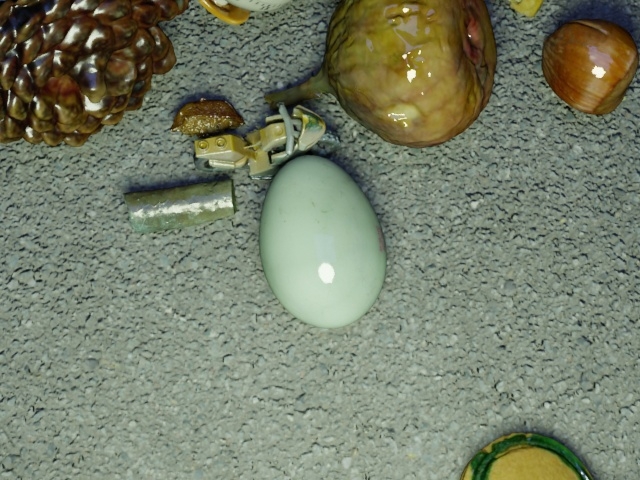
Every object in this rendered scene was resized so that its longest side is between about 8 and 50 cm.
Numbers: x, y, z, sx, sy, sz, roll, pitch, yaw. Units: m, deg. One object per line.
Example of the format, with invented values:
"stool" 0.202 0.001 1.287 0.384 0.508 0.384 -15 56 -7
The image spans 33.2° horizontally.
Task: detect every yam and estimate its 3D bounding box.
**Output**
"yam" -0.212 -0.052 1.645 0.169 0.068 0.068 -7 76 -3

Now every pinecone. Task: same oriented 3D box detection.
"pinecone" -0.404 -0.348 1.566 0.398 0.398 0.397 0 76 0

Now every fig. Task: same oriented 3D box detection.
"fig" 0.070 -0.270 1.630 0.369 0.286 0.286 -8 74 22

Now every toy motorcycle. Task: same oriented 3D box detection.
"toy motorcycle" -0.083 -0.151 1.637 0.229 0.130 0.094 -8 74 -2

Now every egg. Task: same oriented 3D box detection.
"egg" 0.000 0.000 1.572 0.183 0.183 0.264 -13 72 -3

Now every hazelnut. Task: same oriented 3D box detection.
"hazelnut" 0.411 -0.268 1.655 0.150 0.150 0.150 0 76 0

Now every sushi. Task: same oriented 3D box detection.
"sushi" -0.178 -0.187 1.682 0.118 0.061 0.060 -13 64 -5

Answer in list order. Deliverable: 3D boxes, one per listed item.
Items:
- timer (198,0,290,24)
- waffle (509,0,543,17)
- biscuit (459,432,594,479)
"timer" -0.090 -0.479 1.667 0.233 0.240 0.233 20 59 -37
"waffle" 0.274 -0.493 1.708 0.274 0.168 0.057 36 48 10
"biscuit" 0.343 0.426 1.488 0.287 0.057 0.343 -12 70 -18
